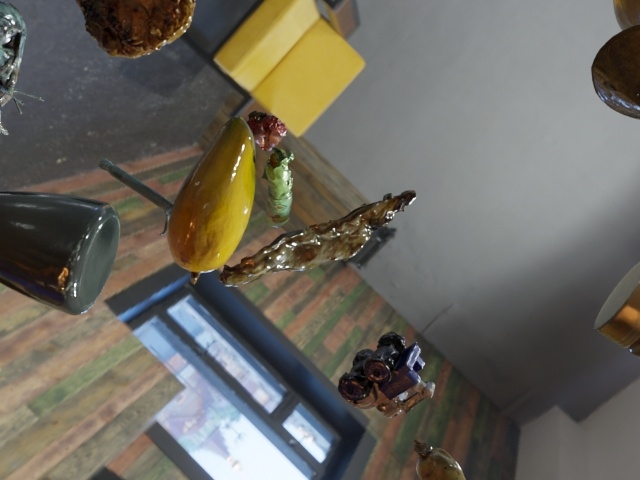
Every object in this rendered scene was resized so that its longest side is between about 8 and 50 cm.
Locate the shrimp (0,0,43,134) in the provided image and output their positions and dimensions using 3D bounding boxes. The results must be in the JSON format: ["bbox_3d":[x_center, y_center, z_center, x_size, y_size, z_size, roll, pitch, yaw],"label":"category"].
[{"bbox_3d":[-0.684,-0.307,1.361,0.137,0.172,0.372,-23,137,-59],"label":"shrimp"}]

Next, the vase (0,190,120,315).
[{"bbox_3d":[-0.477,-0.016,0.964,0.173,0.321,0.173,-163,-90,-89],"label":"vase"}]

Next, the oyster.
[{"bbox_3d":[0.000,0.001,1.044,0.345,0.079,0.129,-22,166,-5],"label":"oyster"}]

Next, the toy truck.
[{"bbox_3d":[0.165,0.344,1.613,0.213,0.177,0.161,-41,-178,31],"label":"toy truck"}]

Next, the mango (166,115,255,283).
[{"bbox_3d":[-0.191,-0.073,1.200,0.176,0.119,0.317,22,86,-67],"label":"mango"}]

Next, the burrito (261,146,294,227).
[{"bbox_3d":[-0.090,-0.118,1.340,0.054,0.104,0.288,-12,161,-9],"label":"burrito"}]

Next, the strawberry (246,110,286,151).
[{"bbox_3d":[-0.132,-0.250,1.544,0.152,0.103,0.048,89,5,-64],"label":"strawberry"}]

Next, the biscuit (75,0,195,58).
[{"bbox_3d":[-0.450,-0.586,1.547,0.334,0.289,0.081,-25,-171,28],"label":"biscuit"}]

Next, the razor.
[{"bbox_3d":[-0.375,-0.106,1.385,0.106,0.232,0.068,-38,156,-50],"label":"razor"}]

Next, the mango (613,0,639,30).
[{"bbox_3d":[0.591,-0.436,1.096,0.172,0.211,0.317,-8,-179,2],"label":"mango"}]

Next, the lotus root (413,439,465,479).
[{"bbox_3d":[0.216,0.419,1.167,0.072,0.152,0.063,-34,164,-9],"label":"lotus root"}]

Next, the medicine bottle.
[{"bbox_3d":[0.648,0.182,1.103,0.151,0.322,0.151,-52,168,-16],"label":"medicine bottle"}]

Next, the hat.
[{"bbox_3d":[0.380,-0.170,0.748,0.067,0.146,0.146,-62,-175,-30],"label":"hat"}]
